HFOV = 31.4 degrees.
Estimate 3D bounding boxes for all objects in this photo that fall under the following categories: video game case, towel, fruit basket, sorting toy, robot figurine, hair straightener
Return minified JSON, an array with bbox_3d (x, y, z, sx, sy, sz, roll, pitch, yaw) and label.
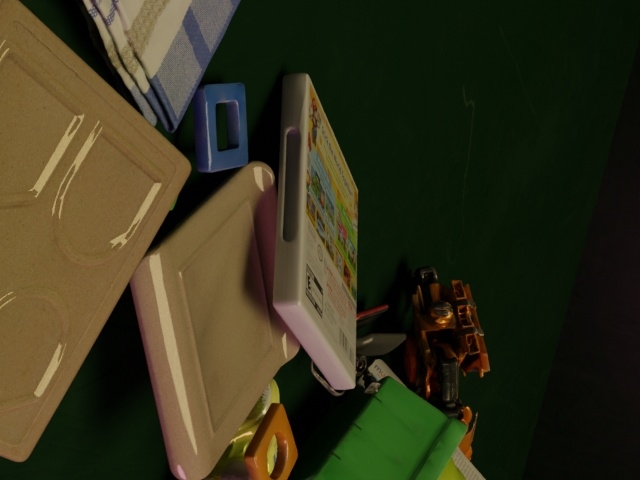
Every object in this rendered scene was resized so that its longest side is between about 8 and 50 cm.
[{"bbox_3d":[0.000,0.000,0.994,0.227,0.026,0.206,61,28,-63],"label":"video game case"},{"bbox_3d":[-0.098,-0.215,0.668,0.285,0.034,0.209,69,41,-62],"label":"towel"},{"bbox_3d":[0.102,0.346,1.234,0.353,0.165,0.327,54,39,-9],"label":"fruit basket"},{"bbox_3d":[-0.082,0.056,0.857,0.196,0.047,0.348,-47,133,-57],"label":"sorting toy"},{"bbox_3d":[0.155,0.164,1.449,0.291,0.085,0.211,90,-8,-52],"label":"robot figurine"},{"bbox_3d":[-0.198,0.042,0.615,0.307,0.041,0.229,-62,152,-11],"label":"sorting toy"},{"bbox_3d":[0.042,0.118,1.208,0.047,0.089,0.230,-37,167,17],"label":"hair straightener"}]

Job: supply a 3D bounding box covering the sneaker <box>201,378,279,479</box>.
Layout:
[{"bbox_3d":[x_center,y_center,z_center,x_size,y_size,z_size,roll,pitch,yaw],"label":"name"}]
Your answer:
[{"bbox_3d":[-0.080,0.234,0.990,0.126,0.091,0.240,50,59,-67],"label":"sneaker"}]
